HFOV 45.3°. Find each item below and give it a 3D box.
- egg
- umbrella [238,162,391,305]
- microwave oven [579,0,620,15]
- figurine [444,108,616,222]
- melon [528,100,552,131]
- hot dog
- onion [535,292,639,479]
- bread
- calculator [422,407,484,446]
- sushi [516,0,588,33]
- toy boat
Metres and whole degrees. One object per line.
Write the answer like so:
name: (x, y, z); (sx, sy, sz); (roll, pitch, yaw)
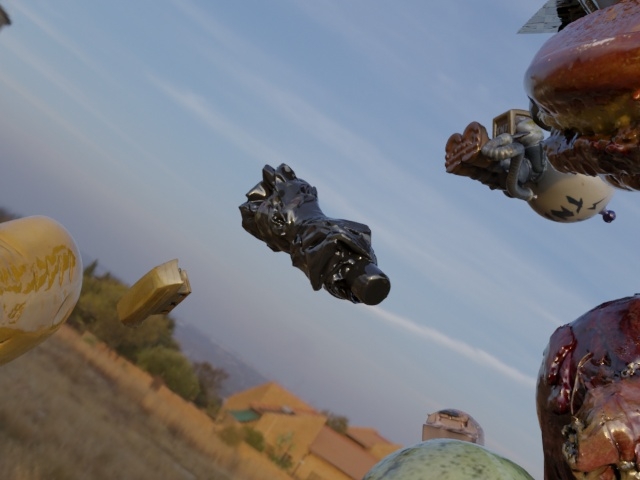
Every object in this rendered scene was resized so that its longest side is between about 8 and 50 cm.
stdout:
egg: (0.103, 0.224, 0.595); (0.182, 0.141, 0.141); (0, 10, -33)
umbrella: (0.000, 0.001, 0.926); (0.272, 0.110, 0.122); (38, -33, 50)
microwave oven: (0.477, -0.340, 1.004); (0.178, 0.188, 0.247); (61, 6, 5)
figurine: (0.433, -0.146, 1.531); (0.382, 0.186, 0.261); (15, -11, -22)
melon: (0.396, -0.234, 1.240); (0.099, 0.099, 0.162); (34, -17, 3)
hot dog: (0.354, -0.157, 0.780); (0.185, 0.223, 0.405); (56, -15, -9)
onion: (0.324, 0.192, 0.778); (0.221, 0.281, 0.281); (19, -17, 27)
bread: (-0.307, 0.064, 0.648); (0.091, 0.142, 0.305); (19, 14, 11)
calculator: (0.172, 0.310, 1.011); (0.032, 0.175, 0.100); (5, -4, -35)
sushi: (0.597, -0.429, 1.563); (0.339, 0.068, 0.320); (-2, 2, -1)
toy boat: (-0.282, 0.096, 1.306); (0.077, 0.200, 0.057); (2, 60, -44)
